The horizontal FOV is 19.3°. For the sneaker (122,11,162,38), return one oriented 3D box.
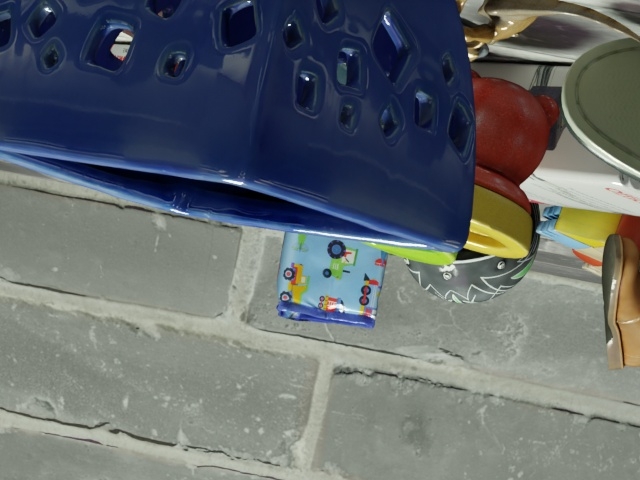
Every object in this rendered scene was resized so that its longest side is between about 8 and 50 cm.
[{"bbox_3d":[-0.111,-0.178,1.305,0.163,0.106,0.281,18,173,-35],"label":"sneaker"}]

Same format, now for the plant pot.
[{"bbox_3d":[-0.048,-0.124,1.097,0.236,0.212,0.236,8,174,35],"label":"plant pot"}]

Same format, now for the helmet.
[{"bbox_3d":[0.162,-0.013,2.052,0.169,0.161,0.169,2,180,0],"label":"helmet"}]

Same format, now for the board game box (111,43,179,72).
[{"bbox_3d":[-0.184,-0.170,1.989,0.193,0.045,0.147,7,174,43],"label":"board game box"}]

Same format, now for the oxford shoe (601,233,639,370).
[{"bbox_3d":[0.324,0.059,1.921,0.076,0.076,0.212,-4,147,11],"label":"oxford shoe"}]

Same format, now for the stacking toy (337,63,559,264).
[{"bbox_3d":[0.030,-0.091,1.563,0.309,0.130,0.279,21,171,-5],"label":"stacking toy"}]

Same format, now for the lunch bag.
[{"bbox_3d":[0.000,0.000,2.568,0.138,0.221,0.293,12,176,-11],"label":"lunch bag"}]

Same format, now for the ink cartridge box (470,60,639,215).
[{"bbox_3d":[0.221,-0.086,1.641,0.237,0.100,0.172,9,175,43],"label":"ink cartridge box"}]

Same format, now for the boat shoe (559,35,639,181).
[{"bbox_3d":[0.324,-0.071,1.407,0.340,0.127,0.113,3,166,-15],"label":"boat shoe"}]

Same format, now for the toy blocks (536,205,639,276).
[{"bbox_3d":[0.357,-0.013,1.992,0.261,0.190,0.381,24,172,-12],"label":"toy blocks"}]

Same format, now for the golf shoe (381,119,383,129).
[{"bbox_3d":[0.069,-0.045,1.815,0.120,0.105,0.273,47,-177,-6],"label":"golf shoe"}]

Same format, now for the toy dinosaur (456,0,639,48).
[{"bbox_3d":[0.129,-0.161,1.286,0.112,0.064,0.211,-6,-172,-9],"label":"toy dinosaur"}]

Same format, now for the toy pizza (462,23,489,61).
[{"bbox_3d":[0.037,-0.165,1.542,0.201,0.032,0.201,11,176,1],"label":"toy pizza"}]
